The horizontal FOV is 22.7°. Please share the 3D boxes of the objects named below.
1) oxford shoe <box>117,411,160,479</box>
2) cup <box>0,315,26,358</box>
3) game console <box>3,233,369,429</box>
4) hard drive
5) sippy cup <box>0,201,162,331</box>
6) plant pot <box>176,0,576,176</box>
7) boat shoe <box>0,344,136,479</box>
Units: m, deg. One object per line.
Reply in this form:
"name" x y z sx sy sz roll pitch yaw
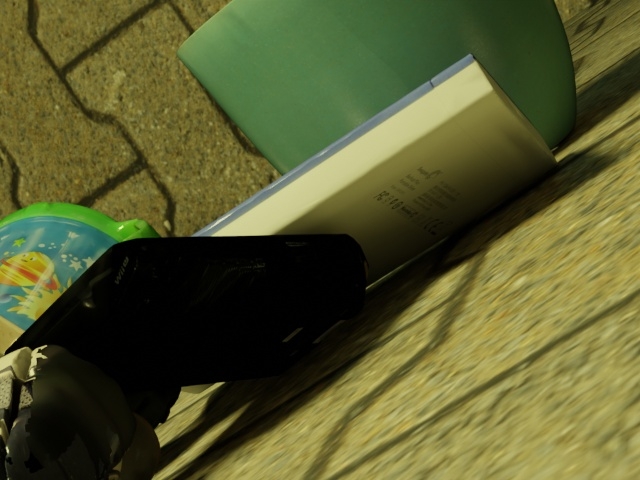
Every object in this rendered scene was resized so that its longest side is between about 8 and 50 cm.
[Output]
"oxford shoe" -0.173 0.158 0.974 0.212 0.076 0.076 -34 -4 24
"cup" -0.374 0.150 1.329 0.237 0.331 0.331 -59 6 -4
"game console" -0.139 0.104 1.022 0.213 0.044 0.361 -1 -32 -47
"hard drive" 0.000 0.000 1.087 0.318 0.040 0.210 -33 -18 11
"sippy cup" -0.299 0.107 1.689 0.224 0.240 0.306 -68 -7 -64
"plant pot" 0.068 -0.138 1.295 0.293 0.235 0.293 -34 4 3
"boat shoe" -0.255 0.194 0.857 0.340 0.127 0.158 -39 14 18
